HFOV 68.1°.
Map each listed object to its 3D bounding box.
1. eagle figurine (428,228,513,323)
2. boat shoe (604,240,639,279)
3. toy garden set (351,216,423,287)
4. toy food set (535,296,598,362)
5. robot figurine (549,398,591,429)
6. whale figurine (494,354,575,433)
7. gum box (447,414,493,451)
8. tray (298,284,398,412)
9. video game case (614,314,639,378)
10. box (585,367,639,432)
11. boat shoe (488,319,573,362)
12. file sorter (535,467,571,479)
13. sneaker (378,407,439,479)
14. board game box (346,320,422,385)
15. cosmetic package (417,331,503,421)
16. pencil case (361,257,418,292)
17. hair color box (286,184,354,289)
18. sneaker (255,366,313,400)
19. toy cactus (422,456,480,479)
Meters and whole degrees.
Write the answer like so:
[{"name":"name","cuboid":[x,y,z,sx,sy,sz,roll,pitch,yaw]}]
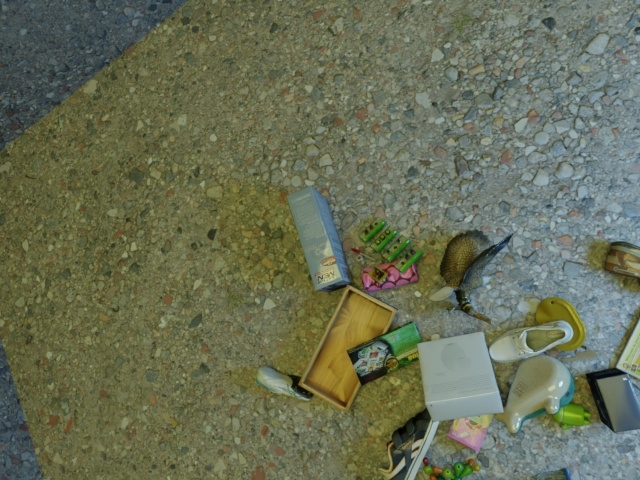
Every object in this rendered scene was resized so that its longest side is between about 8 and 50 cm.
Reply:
[{"name":"eagle figurine","cuboid":[0.513,0.104,1.609,0.226,0.225,0.298,11,96,30]},{"name":"boat shoe","cuboid":[1.053,0.116,1.467,0.324,0.122,0.120,29,96,28]},{"name":"toy garden set","cuboid":[0.214,0.038,1.724,0.204,0.049,0.244,-44,51,-5]},{"name":"toy food set","cuboid":[0.801,0.287,1.548,0.128,0.071,0.218,-34,69,36]},{"name":"robot figurine","cuboid":[0.789,0.550,1.502,0.115,0.067,0.101,5,92,19]},{"name":"whale figurine","cuboid":[0.679,0.496,1.492,0.141,0.216,0.272,42,87,-18]},{"name":"gum box","cuboid":[0.510,0.599,1.589,0.107,0.062,0.188,22,89,20]},{"name":"tray","cuboid":[0.104,0.392,1.743,0.203,0.076,0.411,26,89,14]},{"name":"video game case","cuboid":[1.061,0.347,1.469,0.193,0.023,0.212,26,91,20]},{"name":"box","cuboid":[0.890,0.479,1.433,0.093,0.158,0.156,-17,76,15]},{"name":"boat shoe","cuboid":[0.667,0.328,1.535,0.277,0.096,0.098,-32,70,30]},{"name":"file sorter","cuboid":[0.722,0.784,1.436,0.104,0.170,0.118,-17,76,19]},{"name":"sneaker","cuboid":[0.303,0.683,1.612,0.127,0.126,0.321,25,91,15]},{"name":"board game box","cuboid":[0.236,0.398,1.674,0.260,0.030,0.136,-23,92,-3]},{"name":"cosmetic package","cuboid":[0.450,0.445,1.543,0.224,0.138,0.224,-14,39,16]},{"name":"pencil case","cuboid":[0.250,0.123,1.738,0.209,0.095,0.098,-17,107,15]},{"name":"hair color box","cuboid":[0.000,0.000,1.788,0.114,0.185,0.374,-22,75,13]},{"name":"sneaker","cuboid":[-0.138,0.558,1.810,0.237,0.085,0.086,18,114,17]},{"name":"toy cactus","cuboid":[0.446,0.811,1.572,0.219,0.112,0.180,4,101,16]}]
